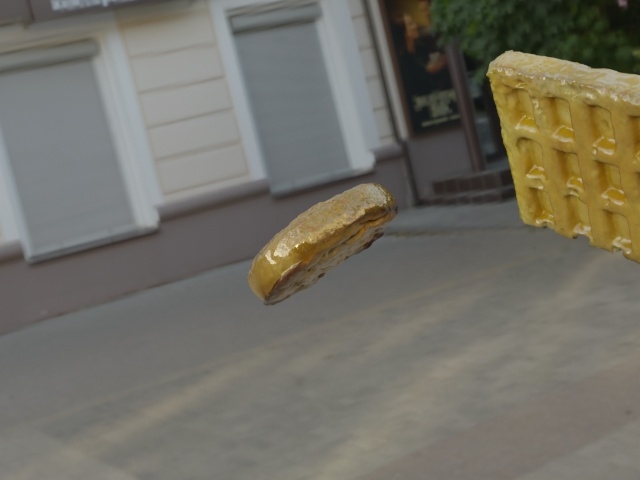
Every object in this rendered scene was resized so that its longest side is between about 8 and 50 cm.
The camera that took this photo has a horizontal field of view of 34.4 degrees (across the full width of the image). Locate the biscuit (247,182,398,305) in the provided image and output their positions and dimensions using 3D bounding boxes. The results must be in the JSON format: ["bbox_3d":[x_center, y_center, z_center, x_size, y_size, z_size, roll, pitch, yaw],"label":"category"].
[{"bbox_3d":[0.000,0.000,1.781,0.296,0.102,0.296,-35,-8,-6],"label":"biscuit"}]

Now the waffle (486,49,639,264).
[{"bbox_3d":[0.301,-0.087,1.120,0.055,0.221,0.248,-37,37,-24],"label":"waffle"}]
